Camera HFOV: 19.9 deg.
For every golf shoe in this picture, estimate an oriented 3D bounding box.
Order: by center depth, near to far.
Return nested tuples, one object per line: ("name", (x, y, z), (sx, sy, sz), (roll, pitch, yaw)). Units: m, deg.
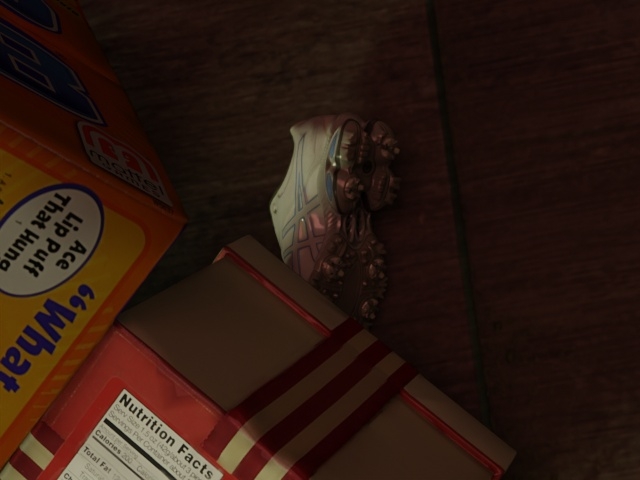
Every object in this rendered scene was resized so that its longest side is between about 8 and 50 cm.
("golf shoe", (0.000, 0.000, 1.235), (0.086, 0.069, 0.176), (14, 93, 45))

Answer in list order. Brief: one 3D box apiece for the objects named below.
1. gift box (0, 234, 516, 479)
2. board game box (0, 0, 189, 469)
("gift box", (-0.068, 0.171, 1.112), (0.255, 0.258, 0.276), (44, 111, 6))
("board game box", (-0.352, -0.032, 1.036), (0.356, 0.356, 0.356), (31, 104, -30))
